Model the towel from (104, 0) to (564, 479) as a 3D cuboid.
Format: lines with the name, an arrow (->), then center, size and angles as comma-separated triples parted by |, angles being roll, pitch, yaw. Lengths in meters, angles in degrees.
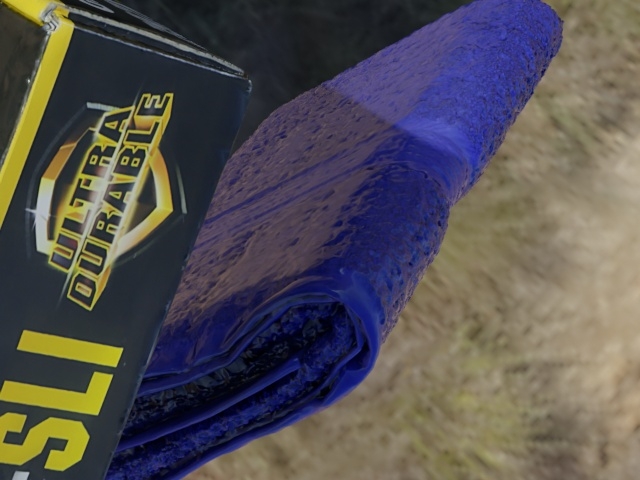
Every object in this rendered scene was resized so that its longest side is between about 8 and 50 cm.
towel -> 0.000, 0.000, 0.998 | 0.076, 0.227, 0.308 | 53, 39, -16

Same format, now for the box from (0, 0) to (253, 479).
box -> -0.169, 0.047, 0.654 | 0.079, 0.257, 0.322 | 14, 102, -40
